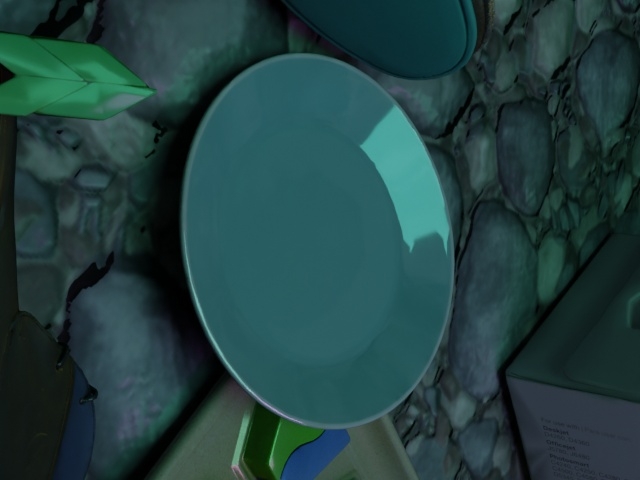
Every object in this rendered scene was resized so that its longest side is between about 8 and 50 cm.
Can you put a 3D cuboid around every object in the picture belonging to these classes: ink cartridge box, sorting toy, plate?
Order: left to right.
[{"bbox_3d":[-0.022,0.160,0.530,0.208,0.038,0.193,-49,130,-32],"label":"sorting toy"},{"bbox_3d":[0.000,0.000,0.518,0.188,0.024,0.188,9,77,-44],"label":"plate"},{"bbox_3d":[0.290,0.162,0.775,0.198,0.197,0.270,-42,126,-38],"label":"ink cartridge box"}]

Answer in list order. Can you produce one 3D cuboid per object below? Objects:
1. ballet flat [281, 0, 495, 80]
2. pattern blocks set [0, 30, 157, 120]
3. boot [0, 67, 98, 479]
[{"bbox_3d":[-0.013,-0.184,0.439,0.316,0.107,0.106,32,58,-48],"label":"ballet flat"},{"bbox_3d":[-0.116,-0.191,0.282,0.285,0.026,0.325,-10,102,-24],"label":"pattern blocks set"},{"bbox_3d":[-0.132,0.039,0.374,0.106,0.082,0.219,34,65,-70],"label":"boot"}]
